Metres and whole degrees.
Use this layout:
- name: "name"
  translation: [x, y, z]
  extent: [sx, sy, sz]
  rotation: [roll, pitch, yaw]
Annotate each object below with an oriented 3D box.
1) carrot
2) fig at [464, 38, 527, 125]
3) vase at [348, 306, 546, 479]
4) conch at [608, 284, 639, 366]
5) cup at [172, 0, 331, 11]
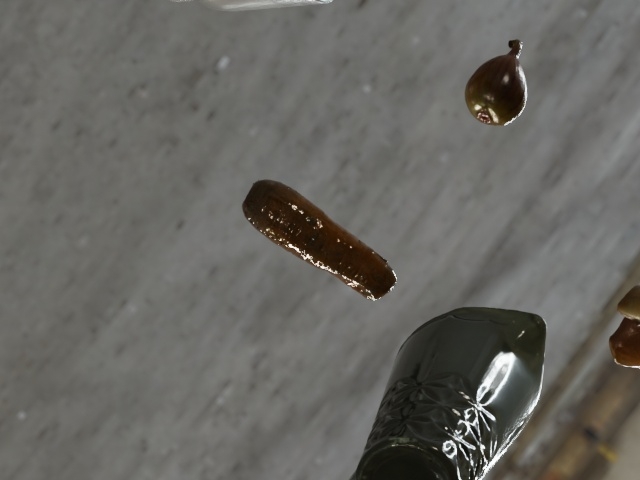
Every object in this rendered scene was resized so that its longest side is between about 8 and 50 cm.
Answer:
- name: "carrot"
  translation: [0.000, 0.000, 1.846]
  extent: [0.060, 0.186, 0.060]
  rotation: [-56, 179, -2]
- name: "fig"
  translation: [0.145, -0.130, 1.410]
  extent: [0.050, 0.050, 0.083]
  rotation: [101, 11, -61]
- name: "vase"
  translation: [0.110, 0.196, 1.761]
  extent: [0.251, 0.156, 0.301]
  rotation: [-42, -178, 22]
- name: "conch"
  translation: [0.344, 0.094, 1.284]
  extent: [0.127, 0.255, 0.158]
  rotation: [-34, 145, -31]
- name: "cup"
  translation: [-0.073, -0.250, 1.433]
  extent: [0.173, 0.142, 0.134]
  rotation: [-34, 118, -62]
